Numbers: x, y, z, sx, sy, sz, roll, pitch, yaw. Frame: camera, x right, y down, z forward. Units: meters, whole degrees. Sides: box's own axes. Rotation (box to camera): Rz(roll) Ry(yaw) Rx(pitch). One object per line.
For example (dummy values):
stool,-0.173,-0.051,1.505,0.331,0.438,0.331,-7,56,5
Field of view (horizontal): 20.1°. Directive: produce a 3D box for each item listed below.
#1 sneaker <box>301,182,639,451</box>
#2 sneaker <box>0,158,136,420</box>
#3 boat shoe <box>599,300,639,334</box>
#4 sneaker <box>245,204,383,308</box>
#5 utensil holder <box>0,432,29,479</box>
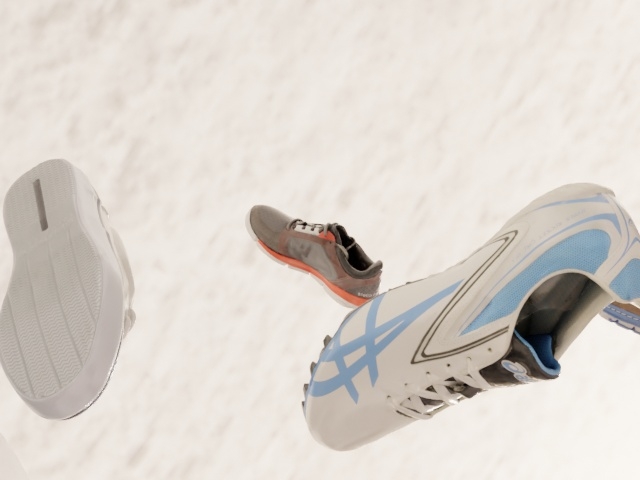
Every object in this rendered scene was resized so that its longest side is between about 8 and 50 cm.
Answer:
sneaker,0.080,0.059,1.007,0.237,0.086,0.085,-38,139,28
sneaker,-0.162,0.041,1.238,0.094,0.258,0.091,-29,124,13
boat shoe,0.292,0.050,1.354,0.066,0.183,0.066,-94,-162,-84
sneaker,0.000,0.000,1.737,0.061,0.158,0.065,-37,155,-50
utensil holder,-0.315,0.243,0.986,0.328,0.327,0.385,-59,-172,5
